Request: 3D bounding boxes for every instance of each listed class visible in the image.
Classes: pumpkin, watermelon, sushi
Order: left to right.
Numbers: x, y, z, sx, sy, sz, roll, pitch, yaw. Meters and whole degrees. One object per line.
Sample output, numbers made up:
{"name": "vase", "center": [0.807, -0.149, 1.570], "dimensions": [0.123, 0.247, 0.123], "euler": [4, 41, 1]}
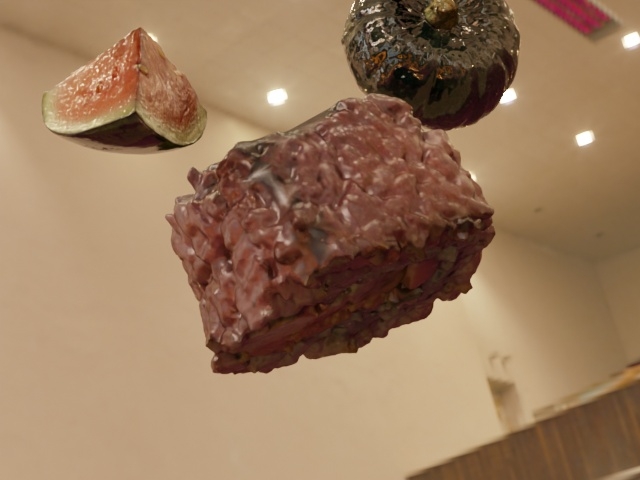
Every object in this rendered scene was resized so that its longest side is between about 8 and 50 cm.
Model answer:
{"name": "watermelon", "center": [-0.134, -0.107, 0.905], "dimensions": [0.125, 0.094, 0.135], "euler": [11, 7, -16]}
{"name": "sushi", "center": [0.000, 0.000, 1.067], "dimensions": [0.270, 0.171, 0.236], "euler": [-18, -23, -29]}
{"name": "pumpkin", "center": [0.130, -0.230, 1.441], "dimensions": [0.211, 0.212, 0.152], "euler": [-1, -28, -26]}
